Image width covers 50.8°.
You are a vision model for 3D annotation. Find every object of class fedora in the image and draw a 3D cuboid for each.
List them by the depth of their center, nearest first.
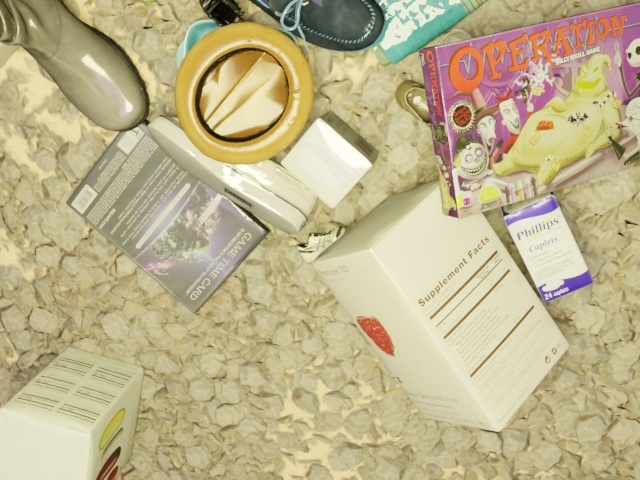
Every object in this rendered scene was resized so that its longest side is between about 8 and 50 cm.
[{"bbox_3d":[-0.102,-0.200,0.926,0.194,0.079,0.194,0,102,2],"label":"fedora"}]

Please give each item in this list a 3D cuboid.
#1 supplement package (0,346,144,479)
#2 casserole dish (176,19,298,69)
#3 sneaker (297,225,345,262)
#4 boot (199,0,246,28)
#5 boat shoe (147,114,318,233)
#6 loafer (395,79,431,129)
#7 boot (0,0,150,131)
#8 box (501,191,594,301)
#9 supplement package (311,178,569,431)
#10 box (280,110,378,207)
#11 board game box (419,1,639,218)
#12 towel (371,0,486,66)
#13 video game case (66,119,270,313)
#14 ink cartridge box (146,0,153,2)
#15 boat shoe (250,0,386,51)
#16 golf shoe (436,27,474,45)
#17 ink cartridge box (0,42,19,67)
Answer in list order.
[{"bbox_3d":[-0.411,0.322,1.120,0.149,0.203,0.194,14,110,5],"label":"supplement package"},{"bbox_3d":[-0.112,-0.255,0.971,0.188,0.037,0.114,7,109,6],"label":"casserole dish"},{"bbox_3d":[0.000,0.000,1.039,0.083,0.032,0.037,-37,99,17],"label":"sneaker"},{"bbox_3d":[-0.155,-0.338,0.898,0.121,0.099,0.045,32,119,-34],"label":"boot"},{"bbox_3d":[-0.123,-0.115,0.992,0.267,0.096,0.088,32,74,-3],"label":"boat shoe"},{"bbox_3d":[0.170,-0.174,0.944,0.148,0.050,0.056,26,110,0],"label":"loafer"},{"bbox_3d":[-0.396,-0.272,0.908,0.118,0.223,0.338,-40,96,18],"label":"boot"},{"bbox_3d":[0.310,-0.007,0.936,0.072,0.126,0.137,-26,103,17],"label":"box"},{"bbox_3d":[0.162,0.087,0.931,0.175,0.177,0.293,-40,100,-25],"label":"supplement package"},{"bbox_3d":[0.016,-0.118,0.961,0.102,0.101,0.087,40,110,-3],"label":"box"},{"bbox_3d":[0.299,-0.170,0.844,0.346,0.056,0.208,-17,103,-16],"label":"board game box"},{"bbox_3d":[0.163,-0.438,0.868,0.370,0.040,0.271,-33,100,16],"label":"towel"},{"bbox_3d":[-0.244,-0.038,1.070,0.274,0.026,0.196,42,109,-6],"label":"video game case"},{"bbox_3d":[-0.276,-0.419,0.821,0.097,0.255,0.189,38,110,14],"label":"ink cartridge box"},{"bbox_3d":[-0.040,-0.315,0.870,0.258,0.089,0.109,27,99,21],"label":"boat shoe"},{"bbox_3d":[0.229,-0.212,0.905,0.176,0.086,0.069,36,108,-5],"label":"golf shoe"},{"bbox_3d":[-0.550,-0.284,1.019,0.180,0.060,0.104,-38,99,18],"label":"ink cartridge box"}]
